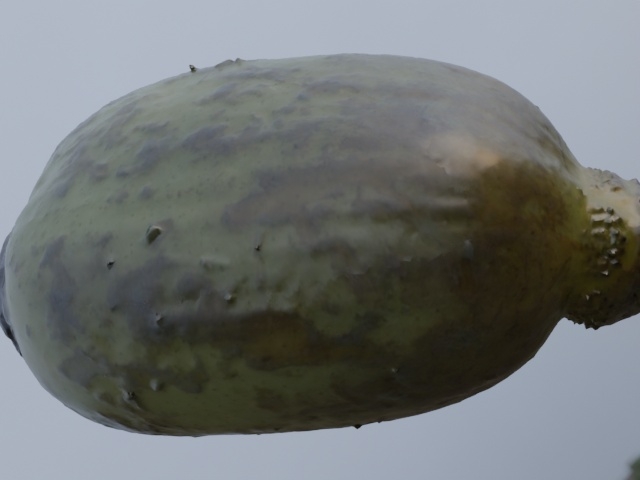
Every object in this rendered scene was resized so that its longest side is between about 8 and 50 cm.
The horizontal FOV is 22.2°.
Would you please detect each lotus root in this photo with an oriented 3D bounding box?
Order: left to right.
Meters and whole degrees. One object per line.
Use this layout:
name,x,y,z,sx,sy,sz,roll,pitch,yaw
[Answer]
lotus root,0.000,0.000,0.721,0.309,0.173,0.173,-7,-3,18
